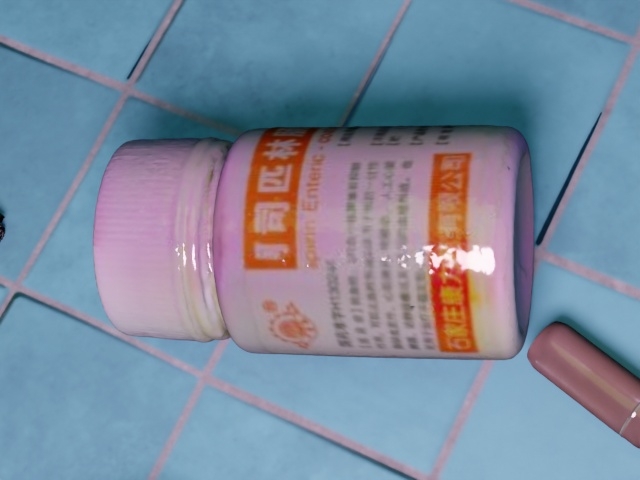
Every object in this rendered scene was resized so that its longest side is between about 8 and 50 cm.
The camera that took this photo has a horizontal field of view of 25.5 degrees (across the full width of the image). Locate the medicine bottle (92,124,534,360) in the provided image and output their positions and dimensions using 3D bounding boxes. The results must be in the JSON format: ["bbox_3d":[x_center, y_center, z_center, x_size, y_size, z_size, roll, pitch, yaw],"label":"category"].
[{"bbox_3d":[0.000,0.000,1.334,0.388,0.219,0.219,1,69,15],"label":"medicine bottle"}]

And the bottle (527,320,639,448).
[{"bbox_3d":[0.258,0.133,1.305,0.140,0.053,0.053,39,82,25],"label":"bottle"}]

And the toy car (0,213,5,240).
[{"bbox_3d":[-0.409,0.025,1.512,0.071,0.062,0.165,24,76,21],"label":"toy car"}]
